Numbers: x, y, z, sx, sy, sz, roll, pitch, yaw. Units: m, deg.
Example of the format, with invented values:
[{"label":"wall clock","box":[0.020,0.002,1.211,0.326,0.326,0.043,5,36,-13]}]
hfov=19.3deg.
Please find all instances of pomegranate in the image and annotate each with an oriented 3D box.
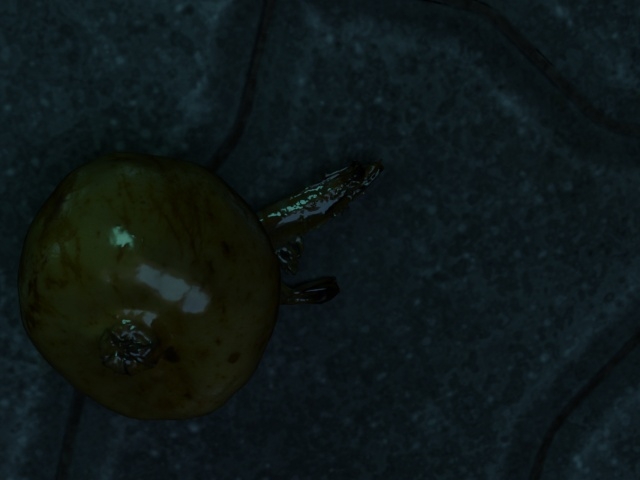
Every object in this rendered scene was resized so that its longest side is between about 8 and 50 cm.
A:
[{"label":"pomegranate","box":[-0.149,0.042,1.648,0.248,0.248,0.248,-5,114,-13]}]

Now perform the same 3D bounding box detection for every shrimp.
[{"label":"shrimp","box":[0.000,0.001,1.779,0.178,0.034,0.124,-31,120,1]}]
